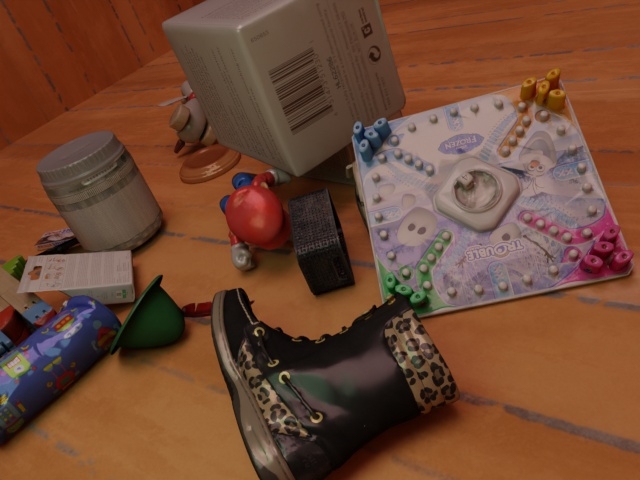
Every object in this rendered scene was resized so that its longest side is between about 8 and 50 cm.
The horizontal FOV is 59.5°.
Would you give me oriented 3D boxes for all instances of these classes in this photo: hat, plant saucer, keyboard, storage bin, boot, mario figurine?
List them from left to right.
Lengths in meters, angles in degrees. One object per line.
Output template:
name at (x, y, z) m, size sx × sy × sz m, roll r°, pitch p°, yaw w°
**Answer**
keyboard at (-0.725, 0.041, 1.518) m, size 0.192 × 0.038 × 0.100 m, roll -23°, pitch 16°, yaw 12°
hat at (-0.272, 0.178, 1.071) m, size 0.208 × 0.184 × 0.172 m, roll -50°, pitch 11°, yaw 50°
plant saucer at (-0.343, -0.242, 1.714) m, size 0.200 × 0.037 × 0.199 m, roll -15°, pitch 33°, yaw 10°
mario figurine at (-0.128, -0.052, 1.224) m, size 0.170 × 0.197 × 0.320 m, roll -8°, pitch 18°, yaw -13°
storage bin at (0.000, 0.000, 1.070) m, size 0.085 × 0.122 × 0.180 m, roll -16°, pitch 42°, yaw 6°
boot at (0.000, 0.164, 0.833) m, size 0.284 × 0.138 × 0.377 m, roll -25°, pitch 37°, yaw -5°

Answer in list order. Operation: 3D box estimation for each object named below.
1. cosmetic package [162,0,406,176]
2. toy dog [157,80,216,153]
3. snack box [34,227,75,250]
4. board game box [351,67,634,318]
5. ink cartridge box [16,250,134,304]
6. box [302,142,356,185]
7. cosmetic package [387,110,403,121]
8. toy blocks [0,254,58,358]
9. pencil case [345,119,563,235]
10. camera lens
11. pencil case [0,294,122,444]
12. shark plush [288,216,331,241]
cosmetic package at (-0.085, -0.396, 1.260) m, size 0.327 × 0.329 × 0.394 m, roll -37°, pitch 37°, yaw -19°
toy dog at (-0.452, -0.412, 1.915) m, size 0.161 × 0.220 × 0.333 m, roll -45°, pitch 17°, yaw 23°
snack box at (-0.729, -0.010, 1.601) m, size 0.179 × 0.022 × 0.064 m, roll -9°, pitch 35°, yaw 17°
board game box at (0.266, -0.086, 0.954) m, size 0.390 × 0.050 × 0.389 m, roll -13°, pitch 65°, yaw 11°
ink cartridge box at (-0.532, 0.085, 1.242) m, size 0.225 × 0.056 × 0.181 m, roll -5°, pitch 25°, yaw -17°
box at (0.001, -0.243, 1.425) m, size 0.311 × 0.147 × 0.121 m, roll 17°, pitch 48°, yaw 42°
cosmetic package at (0.105, -0.400, 1.590) m, size 0.129 × 0.153 × 0.296 m, roll -26°, pitch 34°, yaw -6°
toy blocks at (-0.702, 0.218, 1.141) m, size 0.261 × 0.190 × 0.381 m, roll 24°, pitch 52°, yaw 34°
pencil case at (0.254, -0.126, 1.092) m, size 0.411 × 0.159 × 0.183 m, roll -13°, pitch 53°, yaw 12°
camera lens at (-0.546, -0.109, 1.410) m, size 0.220 × 0.274 × 0.219 m, roll -14°, pitch 33°, yaw 10°
pencil case at (-0.519, 0.226, 1.043) m, size 0.133 × 0.119 × 0.306 m, roll 35°, pitch 55°, yaw 13°
shark plush at (-0.040, -0.015, 1.226) m, size 0.161 × 0.073 × 0.067 m, roll -27°, pitch 7°, yaw 29°
